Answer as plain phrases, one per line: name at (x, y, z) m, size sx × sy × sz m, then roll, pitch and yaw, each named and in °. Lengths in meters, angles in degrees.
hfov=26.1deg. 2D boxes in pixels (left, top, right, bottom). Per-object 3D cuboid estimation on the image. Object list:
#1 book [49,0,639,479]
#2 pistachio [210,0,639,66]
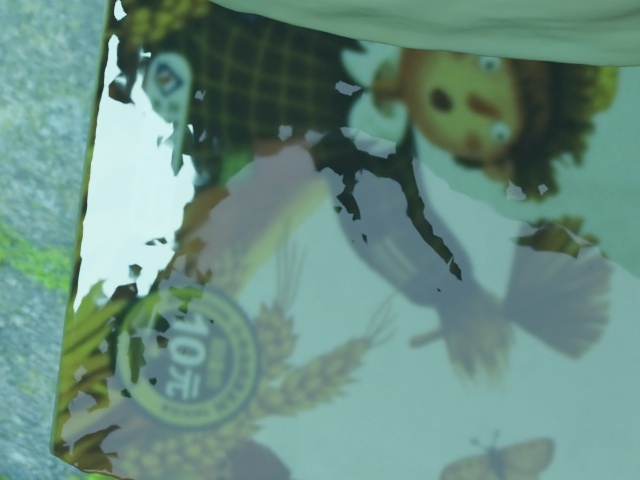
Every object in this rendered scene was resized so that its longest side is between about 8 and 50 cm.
book at (0.116, -0.011, 0.541) m, size 0.428 × 0.039 × 0.300 m, roll 11°, pitch 100°, yaw 7°
pistachio at (0.080, -0.157, 0.414) m, size 0.331 × 0.208 × 0.226 m, roll -8°, pitch 115°, yaw 18°
